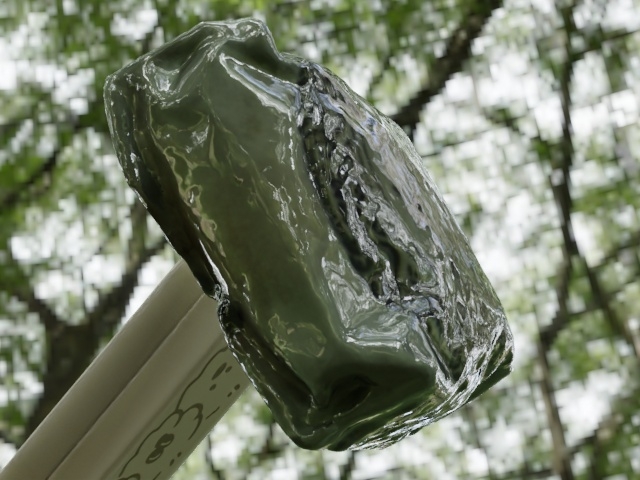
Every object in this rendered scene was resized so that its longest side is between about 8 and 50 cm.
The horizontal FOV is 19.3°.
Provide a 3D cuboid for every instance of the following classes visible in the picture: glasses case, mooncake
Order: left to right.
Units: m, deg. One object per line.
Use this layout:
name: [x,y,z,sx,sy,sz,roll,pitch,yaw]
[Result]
glasses case: [-0.164,0.160,1.564,0.336,0.076,0.144,-50,-18,5]
mooncake: [0.005,-0.003,1.111,0.136,0.250,0.254,-31,-13,9]
